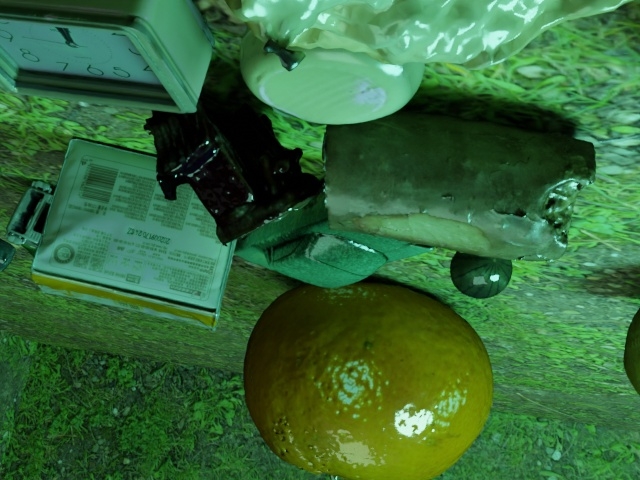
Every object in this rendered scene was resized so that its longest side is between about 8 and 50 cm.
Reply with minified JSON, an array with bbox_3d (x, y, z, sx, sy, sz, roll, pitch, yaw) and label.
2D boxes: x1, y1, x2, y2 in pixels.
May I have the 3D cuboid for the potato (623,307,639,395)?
[{"bbox_3d":[0.479,0.124,1.125,0.203,0.178,0.158,30,162,38],"label":"potato"}]

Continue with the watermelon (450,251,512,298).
[{"bbox_3d":[0.205,0.037,1.144,0.078,0.078,0.111,10,165,5],"label":"watermelon"}]

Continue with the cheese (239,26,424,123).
[{"bbox_3d":[0.031,-0.144,0.660,0.137,0.064,0.227,17,165,-31],"label":"cheese"}]

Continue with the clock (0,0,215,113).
[{"bbox_3d":[-0.198,-0.172,0.715,0.192,0.071,0.147,9,164,12],"label":"clock"}]

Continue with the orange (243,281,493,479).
[{"bbox_3d":[0.076,0.247,1.504,0.424,0.326,0.424,12,163,4],"label":"orange"}]

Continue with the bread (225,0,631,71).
[{"bbox_3d":[0.057,-0.154,0.338,0.224,0.211,0.183,8,158,31],"label":"bread"}]

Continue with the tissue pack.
[{"bbox_3d":[-0.217,-0.004,1.104,0.225,0.185,0.124,13,165,-3],"label":"tissue pack"}]

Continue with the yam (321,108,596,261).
[{"bbox_3d":[0.115,-0.054,0.808,0.238,0.129,0.128,8,149,1],"label":"yam"}]

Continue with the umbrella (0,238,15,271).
[{"bbox_3d":[-0.596,-0.050,1.248,0.349,0.094,0.143,33,175,-12],"label":"umbrella"}]

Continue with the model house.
[{"bbox_3d":[-0.089,-0.083,0.850,0.164,0.141,0.203,58,171,-4],"label":"model house"}]

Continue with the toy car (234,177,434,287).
[{"bbox_3d":[0.000,0.000,1.119,0.141,0.097,0.320,20,162,-26],"label":"toy car"}]

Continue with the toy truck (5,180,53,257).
[{"bbox_3d":[-0.412,-0.010,1.387,0.125,0.101,0.242,24,166,-2],"label":"toy truck"}]
